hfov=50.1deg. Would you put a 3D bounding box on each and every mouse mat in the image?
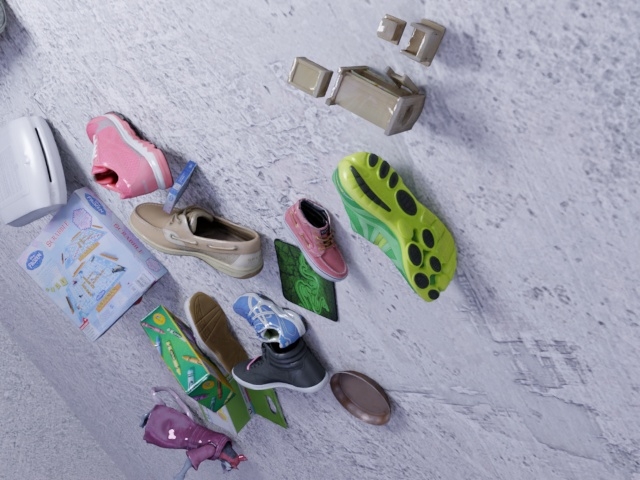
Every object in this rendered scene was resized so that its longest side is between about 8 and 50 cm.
[{"bbox_3d":[-0.031,0.087,1.478,0.153,0.007,0.189,21,138,29],"label":"mouse mat"}]

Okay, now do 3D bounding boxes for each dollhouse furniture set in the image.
[{"bbox_3d":[0.073,-0.268,0.995,0.182,0.101,0.160,32,117,18],"label":"dollhouse furniture set"}]

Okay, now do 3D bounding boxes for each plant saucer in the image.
[{"bbox_3d":[0.098,0.362,1.598,0.169,0.029,0.168,26,139,25],"label":"plant saucer"}]

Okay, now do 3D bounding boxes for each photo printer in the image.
[{"bbox_3d":[-0.773,-0.181,1.798,0.308,0.107,0.255,-13,92,49],"label":"photo printer"}]

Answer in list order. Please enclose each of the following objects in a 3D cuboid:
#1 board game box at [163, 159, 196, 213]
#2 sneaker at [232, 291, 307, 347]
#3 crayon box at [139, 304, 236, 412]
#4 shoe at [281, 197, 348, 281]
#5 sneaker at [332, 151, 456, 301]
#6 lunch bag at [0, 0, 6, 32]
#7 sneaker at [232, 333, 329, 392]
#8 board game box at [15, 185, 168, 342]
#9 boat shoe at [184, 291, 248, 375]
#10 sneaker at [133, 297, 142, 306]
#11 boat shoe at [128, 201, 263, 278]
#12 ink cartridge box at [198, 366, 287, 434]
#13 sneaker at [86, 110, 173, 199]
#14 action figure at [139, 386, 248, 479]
[{"bbox_3d":[-0.303,-0.115,1.475,0.020,0.090,0.090,29,144,-5],"label":"board game box"},{"bbox_3d":[-0.134,0.186,1.608,0.211,0.081,0.080,17,137,35],"label":"sneaker"},{"bbox_3d":[-0.355,0.314,1.830,0.278,0.081,0.165,45,173,35],"label":"crayon box"},{"bbox_3d":[0.000,0.000,1.314,0.178,0.063,0.081,50,149,0],"label":"shoe"},{"bbox_3d":[0.127,-0.027,1.157,0.295,0.109,0.123,54,166,-15],"label":"sneaker"},{"bbox_3d":[-0.867,-0.517,1.552,0.256,0.212,0.305,42,148,-24],"label":"lunch bag"},{"bbox_3d":[-0.122,0.286,1.683,0.296,0.104,0.146,-4,120,39],"label":"sneaker"},{"bbox_3d":[-0.631,0.070,1.874,0.319,0.066,0.318,-41,94,25],"label":"board game box"},{"bbox_3d":[-0.295,0.251,1.812,0.096,0.098,0.277,3,128,42],"label":"boat shoe"},{"bbox_3d":[-0.606,0.076,1.946,0.118,0.107,0.279,-29,105,43],"label":"sneaker"},{"bbox_3d":[-0.276,-0.029,1.521,0.341,0.121,0.110,19,133,16],"label":"boat shoe"},{"bbox_3d":[-0.237,0.471,1.969,0.255,0.097,0.188,16,134,35],"label":"ink cartridge box"},{"bbox_3d":[-0.454,-0.185,1.489,0.314,0.136,0.115,34,144,38],"label":"sneaker"},{"bbox_3d":[-0.402,0.661,2.295,0.370,0.248,0.275,13,91,19],"label":"action figure"}]
